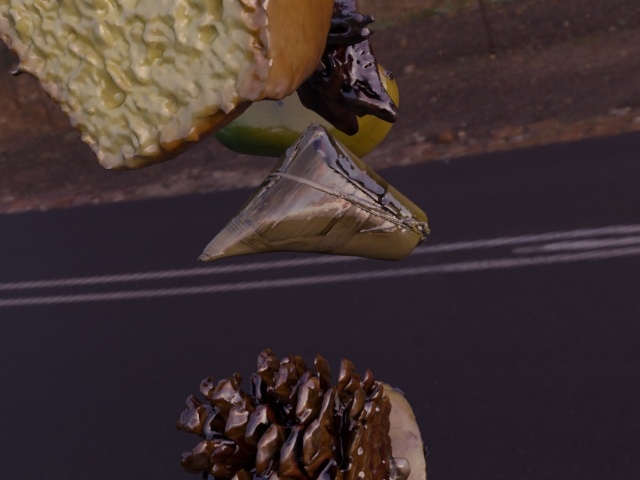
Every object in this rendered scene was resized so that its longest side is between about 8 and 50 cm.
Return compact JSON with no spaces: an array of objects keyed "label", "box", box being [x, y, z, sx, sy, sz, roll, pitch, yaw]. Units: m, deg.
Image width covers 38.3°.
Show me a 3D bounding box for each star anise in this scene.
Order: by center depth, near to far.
[{"label":"star anise","box":[-0.029,-0.201,0.822,0.103,0.271,0.272,-28,18,-8]}]

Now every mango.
[{"label":"mango","box":[-0.022,-0.163,1.094,0.238,0.137,0.091,10,3,23]}]

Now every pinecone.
[{"label":"pinecone","box":[-0.022,0.153,0.662,0.174,0.173,0.173,-16,16,5]}]

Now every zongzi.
[{"label":"zongzi","box":[0.000,0.000,0.415,0.083,0.076,0.040,-52,4,-16]}]

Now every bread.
[{"label":"bread","box":[-0.119,-0.206,0.596,0.194,0.340,0.179,-43,-6,27]}]

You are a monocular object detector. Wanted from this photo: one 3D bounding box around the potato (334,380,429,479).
[{"label":"potato","box":[0.029,0.302,1.190,0.239,0.116,0.299,-47,36,30]}]
